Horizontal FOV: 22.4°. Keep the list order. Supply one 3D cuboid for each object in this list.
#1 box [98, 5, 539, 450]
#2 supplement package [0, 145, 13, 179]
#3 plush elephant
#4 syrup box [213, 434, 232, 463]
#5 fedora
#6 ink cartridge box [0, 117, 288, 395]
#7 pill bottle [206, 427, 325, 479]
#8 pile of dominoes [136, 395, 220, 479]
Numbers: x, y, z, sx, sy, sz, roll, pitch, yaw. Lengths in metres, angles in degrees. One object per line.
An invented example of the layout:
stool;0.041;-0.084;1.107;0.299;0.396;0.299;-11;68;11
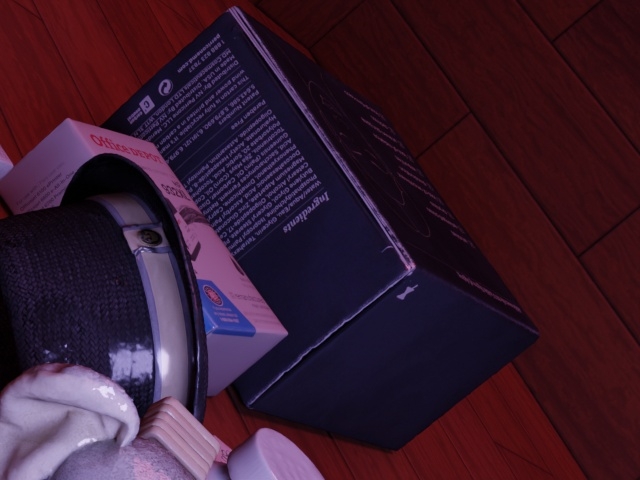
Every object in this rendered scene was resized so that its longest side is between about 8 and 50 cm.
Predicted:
box;0.000;0.000;2.251;0.472;0.297;0.480;55;13;28
supplement package;-0.410;-0.099;1.591;0.105;0.105;0.179;56;15;25
plush elephant;-0.169;0.244;1.089;0.272;0.255;0.330;42;15;-30
syrup box;-0.097;0.299;1.533;0.093;0.096;0.237;44;15;-23
fedora;-0.233;0.084;1.478;0.152;0.334;0.334;-3;44;-30
ink cartridge box;-0.205;0.023;1.877;0.307;0.129;0.223;53;14;17
pill bottle;-0.099;0.262;1.345;0.121;0.221;0.121;46;14;-14
pile of dominoes;-0.176;0.198;1.233;0.196;0.251;0.040;47;38;-18
